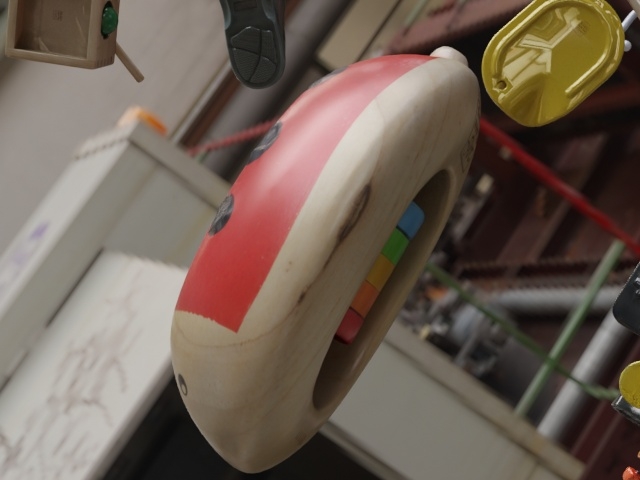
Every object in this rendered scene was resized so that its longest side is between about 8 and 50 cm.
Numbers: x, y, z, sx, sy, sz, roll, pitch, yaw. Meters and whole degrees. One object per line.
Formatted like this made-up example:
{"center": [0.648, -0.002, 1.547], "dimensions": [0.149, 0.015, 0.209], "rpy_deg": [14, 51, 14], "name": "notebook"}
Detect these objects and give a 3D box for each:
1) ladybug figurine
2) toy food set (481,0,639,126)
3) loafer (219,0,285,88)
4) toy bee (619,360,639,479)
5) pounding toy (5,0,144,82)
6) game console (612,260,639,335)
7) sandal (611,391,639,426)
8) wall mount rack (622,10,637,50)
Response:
{"center": [0.000, 0.000, 1.515], "dimensions": [0.162, 0.449, 0.305], "rpy_deg": [28, -12, 16], "name": "ladybug figurine"}
{"center": [0.286, -0.222, 1.877], "dimensions": [0.128, 0.218, 0.071], "rpy_deg": [49, -5, 11], "name": "toy food set"}
{"center": [-0.087, -0.331, 2.041], "dimensions": [0.096, 0.268, 0.084], "rpy_deg": [-1, 14, 12], "name": "loafer"}
{"center": [0.404, 0.220, 1.697], "dimensions": [0.195, 0.162, 0.298], "rpy_deg": [42, -2, 27], "name": "toy bee"}
{"center": [-0.281, -0.254, 1.865], "dimensions": [0.141, 0.130, 0.100], "rpy_deg": [9, 13, 10], "name": "pounding toy"}
{"center": [0.575, 0.060, 2.298], "dimensions": [0.293, 0.250, 0.173], "rpy_deg": [33, 2, 32], "name": "game console"}
{"center": [0.534, 0.314, 2.166], "dimensions": [0.167, 0.107, 0.446], "rpy_deg": [34, -4, -19], "name": "sandal"}
{"center": [0.555, -0.384, 2.464], "dimensions": [0.304, 0.130, 0.350], "rpy_deg": [17, -30, 45], "name": "wall mount rack"}
